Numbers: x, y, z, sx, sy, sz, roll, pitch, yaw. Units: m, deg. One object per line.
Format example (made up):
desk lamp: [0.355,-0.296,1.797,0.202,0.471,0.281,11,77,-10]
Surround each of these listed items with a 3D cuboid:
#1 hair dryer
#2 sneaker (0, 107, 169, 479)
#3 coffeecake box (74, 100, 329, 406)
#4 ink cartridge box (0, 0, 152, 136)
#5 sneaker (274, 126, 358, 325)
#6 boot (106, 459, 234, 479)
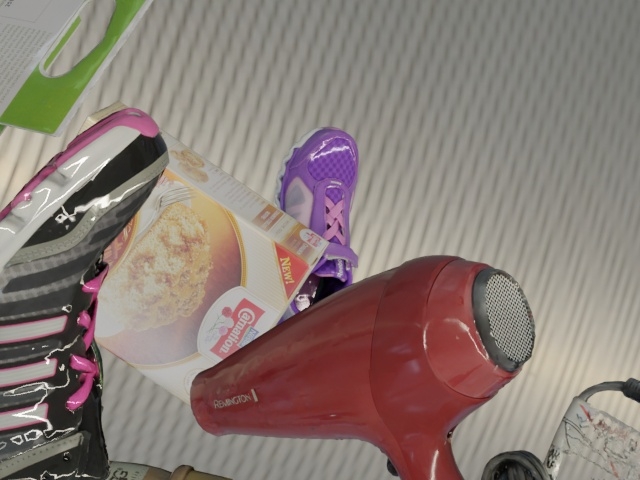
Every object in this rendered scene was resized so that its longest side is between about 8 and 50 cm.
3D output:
hair dryer: [0.052,0.119,0.740,0.080,0.294,0.223,2,112,-57]
sneaker: [-0.088,0.039,0.479,0.075,0.063,0.170,34,94,-7]
coffeecake box: [-0.111,0.013,1.082,0.185,0.068,0.142,34,109,1]
ink cartridge box: [-0.240,-0.135,1.144,0.188,0.255,0.097,-61,150,-30]
sneaker: [0.000,0.000,1.573,0.095,0.104,0.236,15,90,-31]
boot: [-0.177,0.156,0.688,0.089,0.270,0.236,-62,163,-58]
